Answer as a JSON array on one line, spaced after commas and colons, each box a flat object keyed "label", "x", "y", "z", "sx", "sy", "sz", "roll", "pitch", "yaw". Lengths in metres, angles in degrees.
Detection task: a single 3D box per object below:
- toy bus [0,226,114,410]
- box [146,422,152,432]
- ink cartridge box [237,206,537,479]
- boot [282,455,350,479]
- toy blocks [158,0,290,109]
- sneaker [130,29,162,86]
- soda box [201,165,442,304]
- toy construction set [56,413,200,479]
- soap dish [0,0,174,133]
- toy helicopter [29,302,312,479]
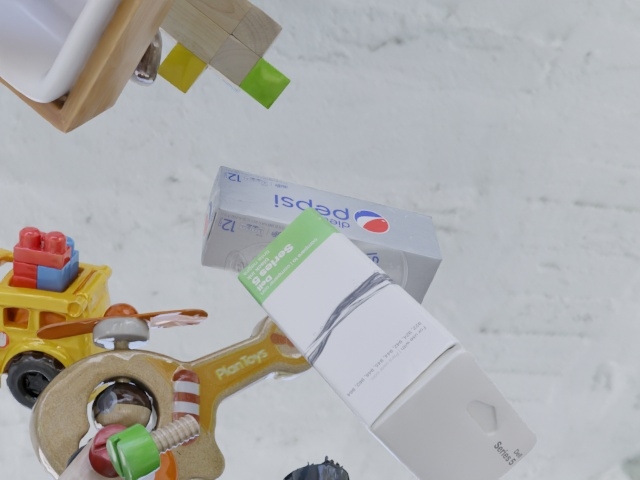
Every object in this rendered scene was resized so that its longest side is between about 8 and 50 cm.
[{"label": "toy bus", "x": -0.356, "y": 0.076, "z": 1.238, "sx": 0.220, "sy": 0.149, "sz": 0.211, "roll": 7, "pitch": -65, "yaw": 6}, {"label": "box", "x": -0.201, "y": 0.293, "z": 1.247, "sx": 0.087, "sy": 0.102, "sz": 0.101, "roll": -24, "pitch": -39, "yaw": -55}, {"label": "ink cartridge box", "x": 0.063, "y": 0.116, "z": 1.040, "sx": 0.115, "sy": 0.273, "sz": 0.198, "roll": -43, "pitch": -49, "yaw": -2}, {"label": "boot", "x": 0.044, "y": 0.301, "z": 0.758, "sx": 0.094, "sy": 0.207, "sz": 0.246, "roll": -23, "pitch": -57, "yaw": 19}, {"label": "toy blocks", "x": -0.199, "y": -0.331, "z": 1.429, "sx": 0.381, "sy": 0.261, "sz": 0.190, "roll": 37, "pitch": -88, "yaw": -8}, {"label": "sneaker", "x": -0.222, "y": -0.208, "z": 1.102, "sx": 0.071, "sy": 0.188, "sz": 0.066, "roll": 3, "pitch": -70, "yaw": -27}, {"label": "soda box", "x": 0.000, "y": 0.000, "z": 1.296, "sx": 0.286, "sy": 0.098, "sz": 0.091, "roll": 13, "pitch": -56, "yaw": -13}, {"label": "toy construction set", "x": -0.209, "y": 0.294, "z": 0.780, "sx": 0.237, "sy": 0.257, "sz": 0.309, "roll": -23, "pitch": 2, "yaw": -33}, {"label": "soap dish", "x": -0.219, "y": -0.275, "z": 0.932, "sx": 0.291, "sy": 0.229, "sz": 0.118, "roll": -57, "pitch": -20, "yaw": 14}, {"label": "toy helicopter", "x": -0.154, "y": 0.152, "z": 1.154, "sx": 0.355, "sy": 0.235, "sz": 0.140, "roll": -23, "pitch": -13, "yaw": -34}]
